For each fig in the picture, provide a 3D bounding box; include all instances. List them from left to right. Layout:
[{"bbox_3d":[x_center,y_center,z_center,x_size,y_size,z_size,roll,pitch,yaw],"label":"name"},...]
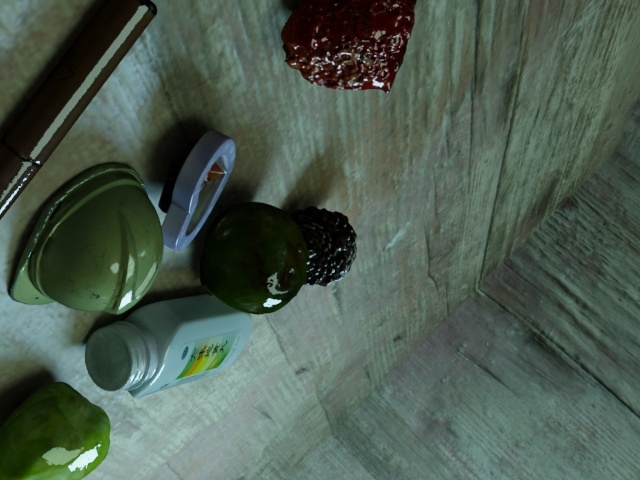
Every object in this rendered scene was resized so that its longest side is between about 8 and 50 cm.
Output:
[{"bbox_3d":[-0.135,0.044,1.475,0.245,0.195,0.195,-26,170,30],"label":"fig"}]

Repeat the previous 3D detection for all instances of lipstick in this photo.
[{"bbox_3d":[-0.313,-0.141,0.976,0.356,0.057,0.057,-51,158,8],"label":"lipstick"}]

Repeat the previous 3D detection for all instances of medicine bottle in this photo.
[{"bbox_3d":[-0.271,0.189,1.534,0.179,0.124,0.324,-55,156,19],"label":"medicine bottle"}]

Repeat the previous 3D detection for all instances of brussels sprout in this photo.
[{"bbox_3d":[-0.449,0.340,1.397,0.223,0.161,0.223,-47,161,-22],"label":"brussels sprout"}]

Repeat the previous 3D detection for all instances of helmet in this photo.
[{"bbox_3d":[-0.301,0.034,1.188,0.204,0.137,0.257,-11,139,-56],"label":"helmet"}]

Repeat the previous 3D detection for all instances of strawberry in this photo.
[{"bbox_3d":[0.036,-0.301,1.232,0.202,0.187,0.184,-10,100,-20],"label":"strawberry"}]

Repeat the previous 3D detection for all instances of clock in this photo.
[{"bbox_3d":[-0.189,-0.089,1.273,0.198,0.064,0.172,-64,177,37],"label":"clock"}]

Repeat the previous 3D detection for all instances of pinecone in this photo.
[{"bbox_3d":[0.002,0.005,1.694,0.162,0.163,0.165,-57,169,23],"label":"pinecone"}]
